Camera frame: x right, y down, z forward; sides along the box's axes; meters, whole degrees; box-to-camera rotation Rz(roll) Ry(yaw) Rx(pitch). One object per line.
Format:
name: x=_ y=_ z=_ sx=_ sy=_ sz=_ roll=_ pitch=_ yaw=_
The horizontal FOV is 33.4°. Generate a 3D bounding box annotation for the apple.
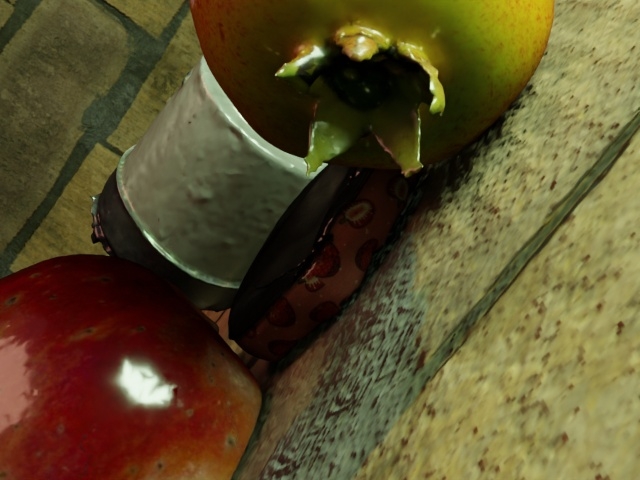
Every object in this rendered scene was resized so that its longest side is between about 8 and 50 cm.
apple: x=-0.202 y=0.181 z=0.783 sx=0.365 sy=0.295 sz=0.329 roll=-50 pitch=-21 yaw=5

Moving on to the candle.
candle: x=-0.062 y=-0.090 z=0.987 sx=0.330 sy=0.187 sz=0.187 roll=-48 pitch=11 yaw=30

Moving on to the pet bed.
pet bed: x=0.000 y=0.000 z=0.765 sx=0.201 sy=0.053 sz=0.201 roll=-52 pitch=8 yaw=11

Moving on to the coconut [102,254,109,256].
coconut: x=-0.286 y=0.110 z=1.467 sx=0.171 sy=0.171 sz=0.182 roll=179 pitch=89 yaw=-79

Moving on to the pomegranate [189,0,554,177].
pomegranate: x=0.032 y=-0.140 z=0.636 sx=0.221 sy=0.221 sz=0.256 roll=-47 pitch=27 yaw=34
